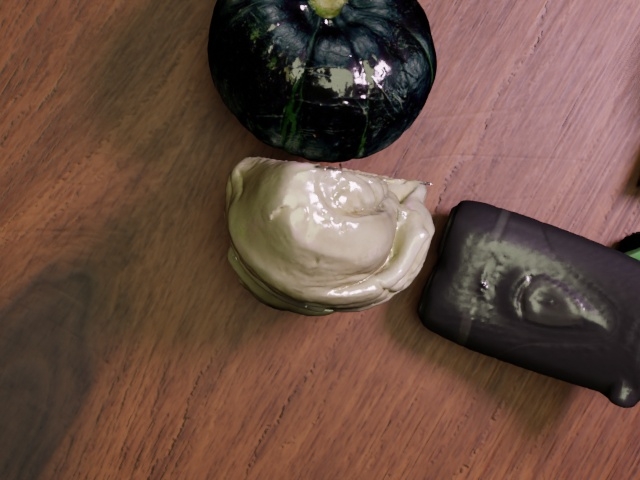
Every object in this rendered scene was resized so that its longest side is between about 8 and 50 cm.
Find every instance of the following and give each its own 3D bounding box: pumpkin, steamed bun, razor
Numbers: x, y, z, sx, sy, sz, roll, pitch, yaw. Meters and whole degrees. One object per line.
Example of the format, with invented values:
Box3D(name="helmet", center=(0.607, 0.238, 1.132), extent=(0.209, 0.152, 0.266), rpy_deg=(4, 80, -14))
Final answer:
Box3D(name="pumpkin", center=(0.000, -0.240, 1.602), extent=(0.315, 0.238, 0.315), rpy_deg=(8, 53, -10))
Box3D(name="steamed bun", center=(0.000, 0.000, 1.592), extent=(0.320, 0.275, 0.206), rpy_deg=(9, 93, -47))
Box3D(name="razor", center=(0.311, 0.085, 1.677), extent=(0.349, 0.113, 0.204), rpy_deg=(22, 93, 13))

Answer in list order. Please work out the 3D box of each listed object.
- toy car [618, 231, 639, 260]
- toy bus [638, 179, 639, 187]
Box3D(name="toy car", center=(0.590, 0.077, 1.724), extent=(0.358, 0.176, 0.213), rpy_deg=(-8, 90, -7))
Box3D(name="toy bus", center=(0.565, -0.101, 1.763), extent=(0.184, 0.090, 0.106), rpy_deg=(11, 89, -10))
